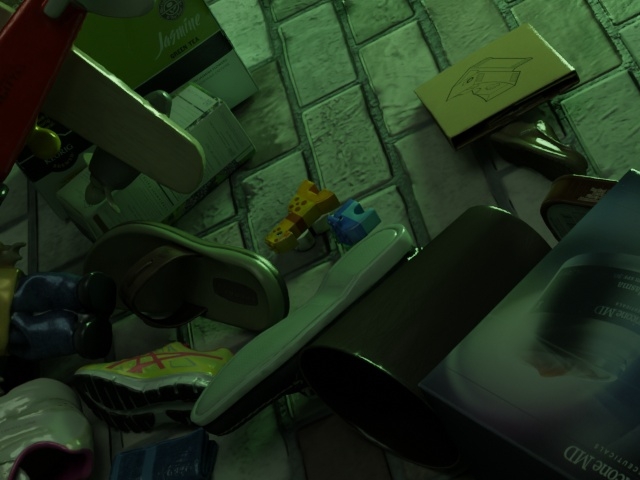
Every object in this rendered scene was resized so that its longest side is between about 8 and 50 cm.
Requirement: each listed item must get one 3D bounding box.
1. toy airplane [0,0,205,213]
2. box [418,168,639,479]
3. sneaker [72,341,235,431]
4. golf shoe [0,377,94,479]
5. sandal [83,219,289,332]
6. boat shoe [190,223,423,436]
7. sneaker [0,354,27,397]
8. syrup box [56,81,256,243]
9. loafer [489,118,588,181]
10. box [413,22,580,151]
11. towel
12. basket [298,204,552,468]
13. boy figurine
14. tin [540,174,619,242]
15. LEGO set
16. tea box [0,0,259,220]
[{"bbox_3d":[-0.361,-0.199,1.894,0.384,0.386,0.272,-15,3,-11],"label":"toy airplane"},{"bbox_3d":[0.298,0.128,1.356,0.294,0.182,0.296,-45,37,-14],"label":"box"},{"bbox_3d":[-0.179,0.154,1.774,0.208,0.081,0.094,1,39,28],"label":"sneaker"},{"bbox_3d":[-0.377,0.278,1.741,0.306,0.115,0.140,-39,40,-7],"label":"golf shoe"},{"bbox_3d":[-0.170,0.050,1.831,0.303,0.120,0.086,7,32,40],"label":"sandal"},{"bbox_3d":[0.000,0.111,1.669,0.302,0.091,0.114,-40,17,-7],"label":"boat shoe"},{"bbox_3d":[-0.400,0.187,1.888,0.130,0.109,0.286,20,66,36],"label":"sneaker"},{"bbox_3d":[-0.211,-0.086,2.052,0.237,0.096,0.093,-42,39,-11],"label":"syrup box"},{"bbox_3d":[0.246,-0.105,1.771,0.050,0.056,0.148,-48,38,-10],"label":"loafer"},{"bbox_3d":[0.203,-0.183,1.890,0.164,0.021,0.201,-29,25,4],"label":"box"},{"bbox_3d":[-0.170,0.241,1.697,0.119,0.029,0.067,-16,40,21],"label":"towel"},{"bbox_3d":[0.123,0.085,1.568,0.204,0.154,0.227,16,54,44],"label":"basket"},{"bbox_3d":[-0.383,0.089,1.835,0.285,0.092,0.177,0,83,16],"label":"boy figurine"},{"bbox_3d":[0.302,-0.013,1.582,0.190,0.106,0.040,10,61,44],"label":"tin"},{"bbox_3d":[0.000,0.000,1.805,0.093,0.087,0.227,-44,36,-16],"label":"LEGO set"},{"bbox_3d":[-0.320,-0.269,2.156,0.329,0.323,0.220,-34,36,-3],"label":"tea box"}]
